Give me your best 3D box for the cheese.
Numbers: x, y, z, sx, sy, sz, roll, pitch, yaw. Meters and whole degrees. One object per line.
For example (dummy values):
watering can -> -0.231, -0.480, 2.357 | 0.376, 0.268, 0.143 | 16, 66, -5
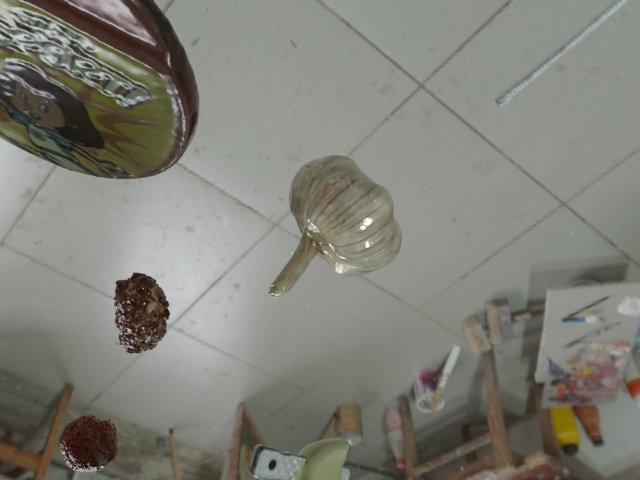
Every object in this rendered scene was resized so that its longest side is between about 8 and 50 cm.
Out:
cheese -> -0.024, 0.355, 1.008 | 0.049, 0.127, 0.235 | 3, 161, 43

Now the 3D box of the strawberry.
strawberry -> -0.398, 0.352, 1.143 | 0.106, 0.106, 0.106 | 0, 132, 0

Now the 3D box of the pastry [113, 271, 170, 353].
pastry -> -0.331, 0.134, 1.224 | 0.097, 0.115, 0.208 | -26, 157, -27

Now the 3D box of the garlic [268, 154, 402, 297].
garlic -> 0.000, 0.000, 0.979 | 0.226, 0.199, 0.199 | -44, 129, -15

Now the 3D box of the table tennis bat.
table tennis bat -> -0.202, -0.161, 0.468 | 0.268, 0.051, 0.414 | 26, 153, -11
